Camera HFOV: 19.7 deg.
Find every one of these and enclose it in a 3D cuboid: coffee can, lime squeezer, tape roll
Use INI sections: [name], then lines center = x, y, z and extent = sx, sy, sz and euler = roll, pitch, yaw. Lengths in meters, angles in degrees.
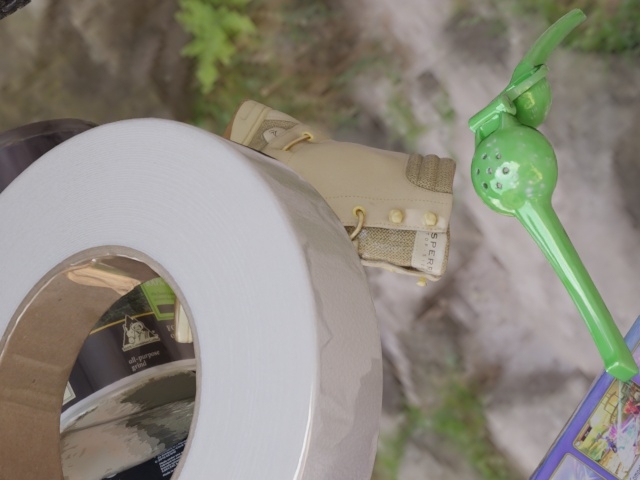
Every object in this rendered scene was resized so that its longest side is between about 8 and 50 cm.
[coffee can]
center = -0.227, 0.057, 1.681
extent = 0.275, 0.202, 0.201
euler = 61, 166, 21
[lime squeezer]
center = 0.143, -0.063, 1.156
extent = 0.110, 0.310, 0.059
euler = 15, 137, -18
[tape roll]
center = -0.131, 0.111, 1.222
extent = 0.072, 0.392, 0.392
euler = 18, -168, -48

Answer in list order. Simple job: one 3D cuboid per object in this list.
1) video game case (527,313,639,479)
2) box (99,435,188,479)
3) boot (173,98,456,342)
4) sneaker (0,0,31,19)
[video game case]
center = 0.242, 0.200, 1.138
extent = 0.244, 0.269, 0.061
euler = 36, 148, 5
[box]
center = -0.085, 0.252, 1.738
extent = 0.142, 0.247, 0.163
euler = 62, 180, -36
[boot]
center = 0.000, 0.000, 1.456
extent = 0.204, 0.262, 0.095
euler = 15, 129, 4
[sneaker]
center = -0.295, -0.233, 1.193
extent = 0.283, 0.107, 0.124
euler = 17, -137, -49
